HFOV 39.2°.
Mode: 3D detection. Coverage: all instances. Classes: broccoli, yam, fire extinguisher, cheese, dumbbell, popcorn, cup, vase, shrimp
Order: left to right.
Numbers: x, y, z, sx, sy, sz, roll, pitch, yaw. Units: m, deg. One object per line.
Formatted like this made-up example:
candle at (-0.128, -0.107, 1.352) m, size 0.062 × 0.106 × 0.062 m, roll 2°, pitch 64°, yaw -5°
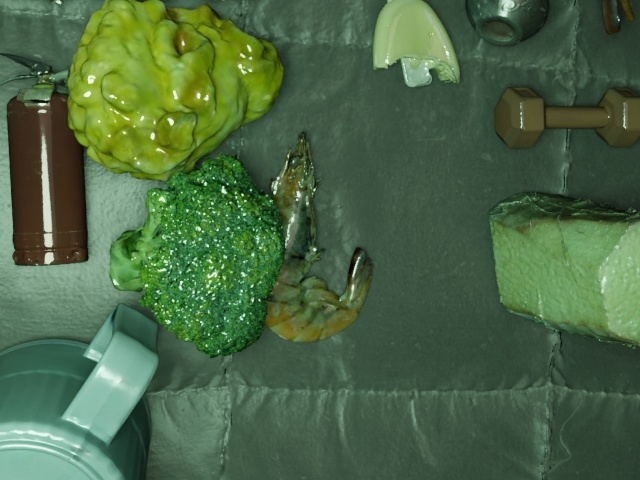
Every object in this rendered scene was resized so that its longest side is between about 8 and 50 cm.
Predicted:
fire extinguisher at (-0.355, -0.104, 1.146) m, size 0.104 × 0.105 × 0.269 m, roll -3°, pitch 94°, yaw -15°
cup at (-0.298, 0.262, 1.044) m, size 0.331 × 0.311 × 0.257 m, roll -27°, pitch 102°, yaw -5°
popcorn at (-0.199, -0.207, 1.133) m, size 0.225 × 0.174 × 0.286 m, roll 48°, pitch 54°, yaw 0°
broccoli at (-0.153, 0.022, 1.138) m, size 0.269 × 0.241 × 0.262 m, roll -28°, pitch 119°, yaw -57°
shrimp at (0.000, 0.000, 1.272) m, size 0.169 × 0.058 × 0.296 m, roll 6°, pitch 95°, yaw -22°
cheese at (0.122, -0.331, 1.291) m, size 0.127 × 0.050 × 0.235 m, roll -12°, pitch 97°, yaw -14°
vase at (0.282, -0.376, 1.311) m, size 0.120 × 0.120 × 0.183 m, roll 26°, pitch 68°, yaw -15°
dumbbell at (0.377, -0.185, 1.350) m, size 0.230 × 0.092 × 0.082 m, roll -3°, pitch 123°, yaw -16°
yam at (0.393, 0.033, 1.271) m, size 0.201 × 0.271 × 0.203 m, roll -12°, pitch 101°, yaw -16°

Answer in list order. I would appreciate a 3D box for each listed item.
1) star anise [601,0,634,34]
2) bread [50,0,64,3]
star anise at (0.435, -0.466, 1.322) m, size 0.237 × 0.148 × 0.347 m, roll 13°, pitch 76°, yaw -12°
bread at (-0.264, -0.416, 1.151) m, size 0.315 × 0.279 × 0.249 m, roll 17°, pitch 67°, yaw -52°
